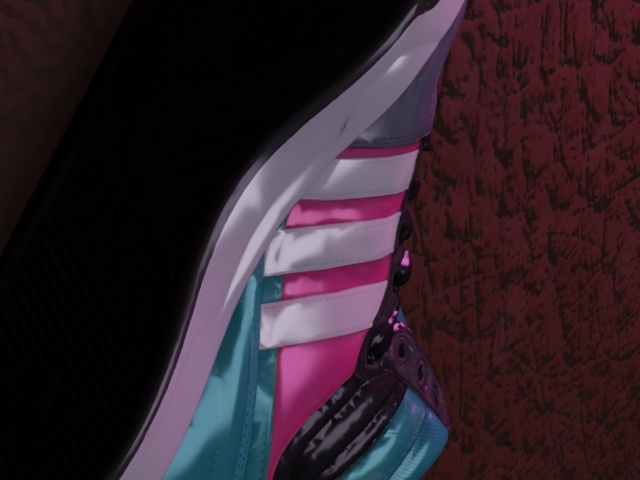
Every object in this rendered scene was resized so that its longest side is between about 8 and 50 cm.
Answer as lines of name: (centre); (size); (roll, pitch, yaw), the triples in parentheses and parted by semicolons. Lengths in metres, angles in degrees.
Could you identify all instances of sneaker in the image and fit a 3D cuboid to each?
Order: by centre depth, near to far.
sneaker: (0.000, 0.000, 0.585); (0.295, 0.124, 0.178); (-59, 146, -6)
